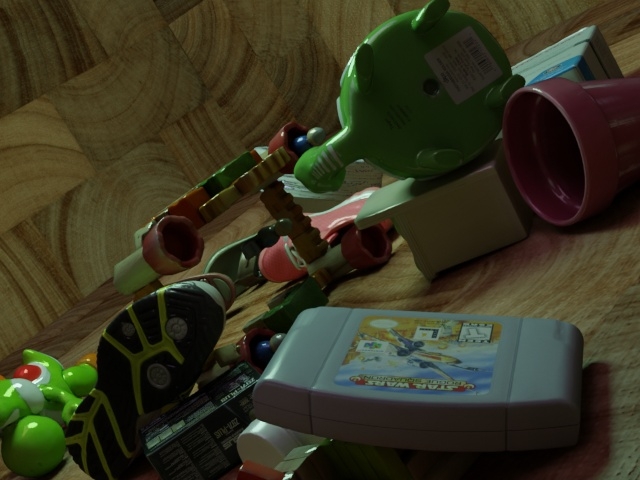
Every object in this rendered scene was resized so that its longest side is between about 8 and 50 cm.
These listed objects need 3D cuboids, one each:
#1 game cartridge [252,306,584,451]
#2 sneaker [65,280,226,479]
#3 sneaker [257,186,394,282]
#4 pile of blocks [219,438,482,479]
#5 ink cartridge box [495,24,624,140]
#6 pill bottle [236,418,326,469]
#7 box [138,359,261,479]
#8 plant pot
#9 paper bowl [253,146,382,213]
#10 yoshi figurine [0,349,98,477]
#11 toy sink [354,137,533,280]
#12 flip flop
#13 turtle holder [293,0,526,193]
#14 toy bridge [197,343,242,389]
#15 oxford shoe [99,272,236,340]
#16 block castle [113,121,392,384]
[{"bbox_3d":[0.097,0.128,1.046,0.297,0.062,0.198,2,17,13],"label":"game cartridge"},{"bbox_3d":[-0.244,0.186,1.599,0.384,0.145,0.147,-52,-9,33],"label":"sneaker"},{"bbox_3d":[0.000,-0.001,2.100,0.314,0.116,0.136,-27,13,22],"label":"sneaker"},{"bbox_3d":[-0.020,0.248,1.030,0.362,0.112,0.149,-34,11,-10],"label":"pile of blocks"},{"bbox_3d":[0.427,-0.266,2.058,0.223,0.129,0.307,-26,12,29],"label":"ink cartridge box"},{"bbox_3d":[-0.007,0.194,1.246,0.108,0.108,0.180,-19,16,49],"label":"pill bottle"},{"bbox_3d":[-0.142,0.248,1.463,0.180,0.077,0.147,-34,10,-10],"label":"box"},{"bbox_3d":[0.377,-0.139,1.505,0.180,0.201,0.201,-20,7,-17],"label":"plant pot"},{"bbox_3d":[-0.011,-0.118,2.372,0.284,0.148,0.284,7,8,-1],"label":"paper bowl"},{"bbox_3d":[-0.492,0.328,1.993,0.203,0.203,0.362,13,9,14],"label":"yoshi figurine"},{"bbox_3d":[0.193,-0.037,1.677,0.234,0.131,0.153,-22,13,21],"label":"toy sink"},{"bbox_3d":[-0.134,0.046,2.342,0.277,0.112,0.080,-29,24,-15],"label":"flip flop"},{"bbox_3d":[0.133,-0.181,1.637,0.320,0.243,0.227,-65,6,-9],"label":"turtle holder"},{"bbox_3d":[-0.146,0.207,1.595,0.063,0.026,0.188,-17,-30,-38],"label":"toy bridge"},{"bbox_3d":[-0.307,0.145,2.297,0.348,0.123,0.130,-26,7,25],"label":"oxford shoe"},{"bbox_3d":[-0.087,0.015,1.784,0.213,0.303,0.453,-31,8,40],"label":"block castle"}]
